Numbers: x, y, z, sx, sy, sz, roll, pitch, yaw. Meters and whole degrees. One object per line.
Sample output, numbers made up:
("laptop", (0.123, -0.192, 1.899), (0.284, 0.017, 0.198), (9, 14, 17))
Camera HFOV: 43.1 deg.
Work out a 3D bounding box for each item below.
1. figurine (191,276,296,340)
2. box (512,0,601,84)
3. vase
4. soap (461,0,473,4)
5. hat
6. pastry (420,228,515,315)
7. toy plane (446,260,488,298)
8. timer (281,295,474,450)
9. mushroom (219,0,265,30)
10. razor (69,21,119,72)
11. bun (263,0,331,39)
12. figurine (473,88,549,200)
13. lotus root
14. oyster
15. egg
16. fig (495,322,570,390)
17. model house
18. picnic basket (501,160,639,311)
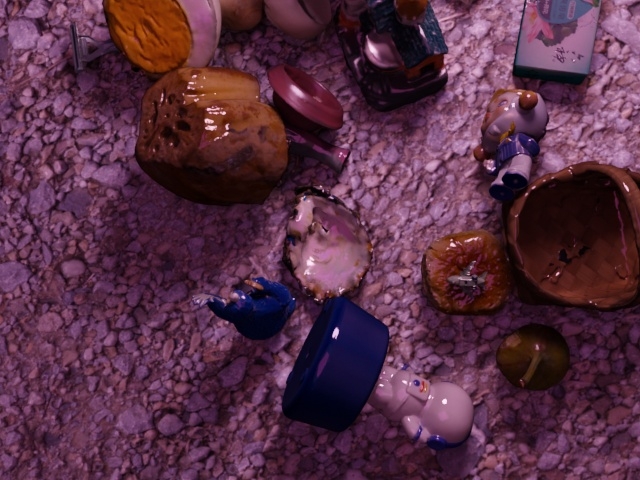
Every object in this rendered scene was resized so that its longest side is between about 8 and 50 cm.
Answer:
("figurine", (-0.139, 0.148, 1.695), (0.164, 0.262, 0.121), (-16, 78, 23))
("box", (0.497, -0.461, 1.688), (0.153, 0.092, 0.245), (9, 89, 9))
("vase", (-0.040, -0.216, 1.775), (0.214, 0.086, 0.086), (26, 93, 5))
("soap", (0.290, -0.611, 1.740), (0.183, 0.064, 0.121), (44, 94, 7))
("hat", (-0.040, -0.290, 1.720), (0.205, 0.205, 0.089), (42, 112, 8))
("pastry", (0.309, 0.073, 1.701), (0.192, 0.093, 0.182), (-11, 92, 1))
("toy plane", (0.297, 0.082, 1.638), (0.083, 0.033, 0.080), (0, 109, 2))
("timer", (0.140, 0.311, 1.667), (0.383, 0.270, 0.270), (27, 93, -5))
("mushroom", (-0.177, -0.535, 1.786), (0.148, 0.112, 0.148), (-10, 74, 39))
("razor", (-0.433, -0.458, 1.862), (0.277, 0.056, 0.111), (-8, 88, 2))
("bun", (-0.061, -0.510, 1.742), (0.119, 0.173, 0.173), (-20, 85, 28))
("figurine", (0.393, -0.205, 1.622), (0.133, 0.274, 0.194), (22, 118, -11))
("lotus root", (-0.227, -0.226, 1.678), (0.316, 0.250, 0.316), (-5, 82, 39))
("oyster", (0.002, 0.001, 1.760), (0.198, 0.092, 0.260), (-30, 93, 7))
("egg", (-0.319, -0.493, 1.750), (0.264, 0.174, 0.286), (1, 119, 19))
("fig", (0.418, 0.240, 1.605), (0.149, 0.245, 0.149), (0, 91, 16))
("model house", (0.140, -0.434, 1.649), (0.190, 0.301, 0.271), (-21, 85, 1))
("picnic basket", (0.531, -0.010, 1.529), (0.337, 0.337, 0.293), (-10, 87, 9))
